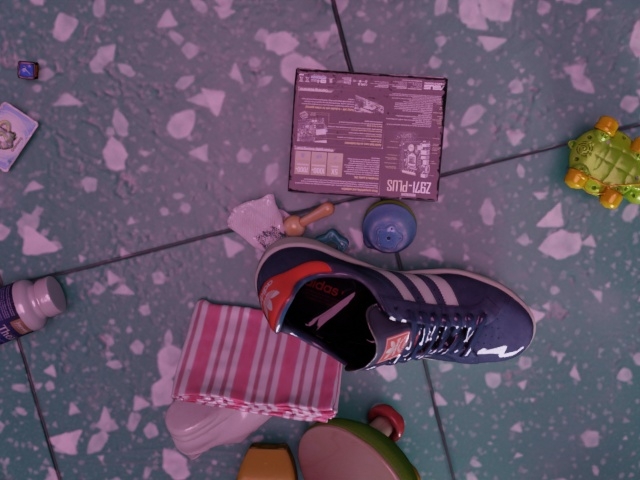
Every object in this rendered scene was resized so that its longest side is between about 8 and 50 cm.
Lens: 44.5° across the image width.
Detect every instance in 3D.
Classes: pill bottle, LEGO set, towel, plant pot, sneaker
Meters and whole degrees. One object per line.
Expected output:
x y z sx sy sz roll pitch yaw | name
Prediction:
-0.383 0.088 0.973 0.120 0.067 0.067 -21 95 2 | pill bottle
-0.459 -0.148 0.975 0.182 0.060 0.244 34 96 -15 | LEGO set
-0.071 0.140 0.950 0.197 0.144 0.029 8 138 0 | towel
-0.067 0.300 0.987 0.081 0.081 0.083 1 85 0 | plant pot
0.094 0.101 0.906 0.350 0.148 0.131 11 113 -9 | sneaker
-0.085 0.207 0.987 0.212 0.080 0.094 -22 129 -12 | sneaker

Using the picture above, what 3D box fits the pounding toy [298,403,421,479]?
0.094 0.291 0.962 0.237 0.110 0.182 27 131 32 | pounding toy

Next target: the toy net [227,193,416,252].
0.000 0.000 0.978 0.232 0.045 0.122 9 115 2 | toy net

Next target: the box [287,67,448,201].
0.055 -0.125 0.944 0.180 0.077 0.147 3 95 0 | box

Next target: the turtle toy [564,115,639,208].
0.355 -0.087 0.952 0.130 0.066 0.095 30 95 -3 | turtle toy
